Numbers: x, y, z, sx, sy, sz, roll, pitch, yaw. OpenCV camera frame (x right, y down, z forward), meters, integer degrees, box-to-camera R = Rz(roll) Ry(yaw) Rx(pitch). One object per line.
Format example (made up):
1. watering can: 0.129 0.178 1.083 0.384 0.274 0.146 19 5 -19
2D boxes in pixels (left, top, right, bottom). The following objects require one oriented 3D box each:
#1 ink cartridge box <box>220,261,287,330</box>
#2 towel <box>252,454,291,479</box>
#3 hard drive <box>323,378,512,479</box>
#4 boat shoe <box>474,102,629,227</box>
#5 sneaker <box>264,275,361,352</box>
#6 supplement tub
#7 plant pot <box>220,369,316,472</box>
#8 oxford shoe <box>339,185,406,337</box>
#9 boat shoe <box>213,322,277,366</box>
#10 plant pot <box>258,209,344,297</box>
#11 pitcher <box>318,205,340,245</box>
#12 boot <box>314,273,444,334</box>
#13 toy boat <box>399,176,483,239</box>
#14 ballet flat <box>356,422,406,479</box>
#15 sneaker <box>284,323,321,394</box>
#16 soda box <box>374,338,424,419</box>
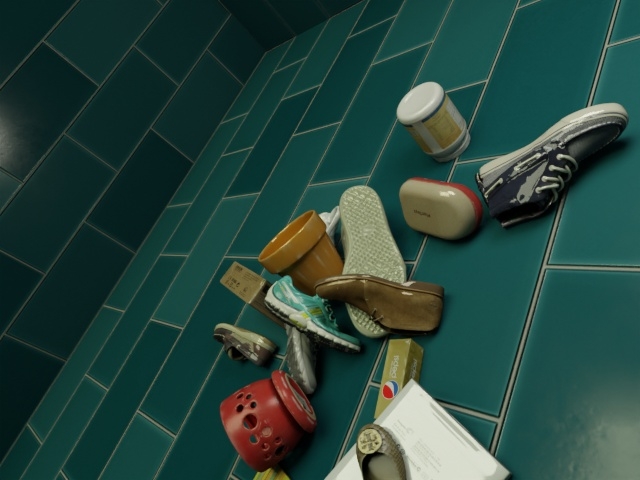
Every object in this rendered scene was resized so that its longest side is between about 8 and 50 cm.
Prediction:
1. ink cartridge box: -0.174 0.171 1.473 0.088 0.193 0.235 -56 34 -10
2. towel: -0.087 0.600 1.104 0.237 0.021 0.102 21 77 55
3. hard drive: 0.139 0.469 0.889 0.353 0.047 0.233 -49 51 -1
4. boat shoe: 0.517 -0.150 1.072 0.341 0.127 0.158 -32 43 38
5. sneaker: -0.008 0.189 1.218 0.110 0.275 0.107 -54 -5 -21
6. supplement tub: 0.327 -0.335 1.388 0.144 0.200 0.144 -30 38 27
7. plant pot: -0.118 0.419 1.159 0.174 0.191 0.191 -36 33 -4
8. oxford shoe: 0.134 0.055 1.305 0.169 0.130 0.449 -7 56 1
9. boat shoe: -0.254 0.326 1.500 0.285 0.103 0.092 3 54 44
10. plant pot: -0.034 0.052 1.330 0.205 0.188 0.205 -39 13 11
11. pitcher: 0.000 0.000 1.488 0.178 0.126 0.207 -50 14 54
12. boot: 0.129 0.148 1.124 0.306 0.112 0.115 6 71 10
13. toy boat: 0.323 -0.097 1.239 0.151 0.151 0.231 -28 26 -22
14. ballet flat: 0.114 0.447 0.848 0.084 0.058 0.249 -24 55 18
15. sneaker: -0.030 0.265 1.295 0.105 0.115 0.281 120 147 -55
16. soda box: 0.173 0.308 1.050 0.058 0.061 0.181 -14 47 40
